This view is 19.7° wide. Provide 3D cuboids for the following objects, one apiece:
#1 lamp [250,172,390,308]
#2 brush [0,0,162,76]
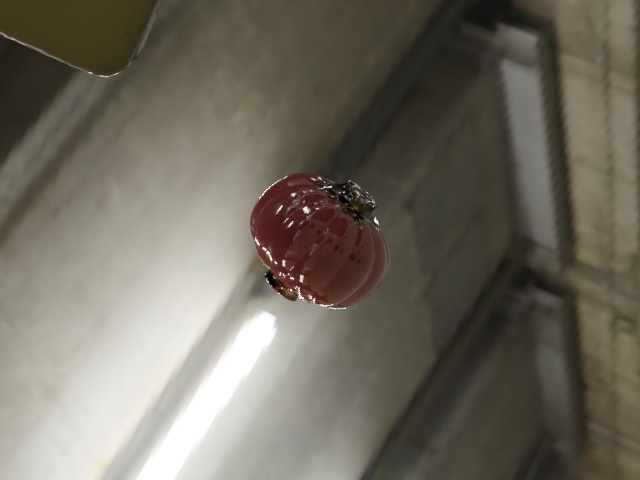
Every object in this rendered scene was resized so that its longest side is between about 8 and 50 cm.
[{"bbox_3d":[0.000,0.000,1.314,0.092,0.107,0.107,-49,-21,14],"label":"lamp"},{"bbox_3d":[-0.120,-0.196,0.982,0.059,0.123,0.197,-92,28,-84],"label":"brush"}]
